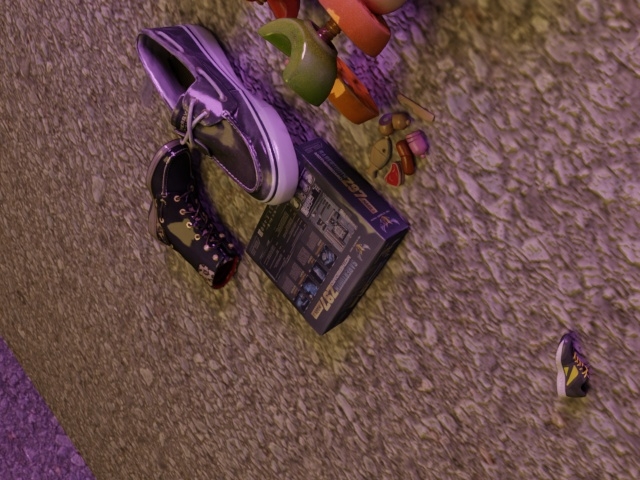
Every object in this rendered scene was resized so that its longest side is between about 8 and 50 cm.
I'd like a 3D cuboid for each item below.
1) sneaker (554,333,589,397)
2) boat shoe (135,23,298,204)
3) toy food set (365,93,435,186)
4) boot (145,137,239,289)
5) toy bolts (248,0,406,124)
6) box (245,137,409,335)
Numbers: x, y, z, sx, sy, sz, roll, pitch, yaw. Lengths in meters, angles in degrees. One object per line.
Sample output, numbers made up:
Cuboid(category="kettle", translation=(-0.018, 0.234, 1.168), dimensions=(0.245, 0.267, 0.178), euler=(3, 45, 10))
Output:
Cuboid(category="sneaker", translation=(0.290, 0.144, 0.800), dimensions=(0.035, 0.031, 0.083), euler=(4, 119, 30))
Cuboid(category="boat shoe", translation=(-0.157, -0.172, 0.970), dimensions=(0.335, 0.119, 0.121), euler=(53, 136, 25))
Cuboid(category="toy food set", translation=(0.095, -0.113, 0.860), dimensions=(0.078, 0.019, 0.122), euler=(38, 134, 25))
Cuboid(category="boot", translation=(-0.206, -0.039, 1.163), dimensions=(0.178, 0.085, 0.236), euler=(41, 142, 19))
Cuboid(category="toy bolts", translation=(0.026, -0.266, 0.779), dimensions=(0.158, 0.218, 0.228), euler=(-38, 64, 19))
Cuboid(category="box", translation=(0.000, 0.000, 0.990), dimensions=(0.183, 0.059, 0.232), euler=(47, 137, 18))
